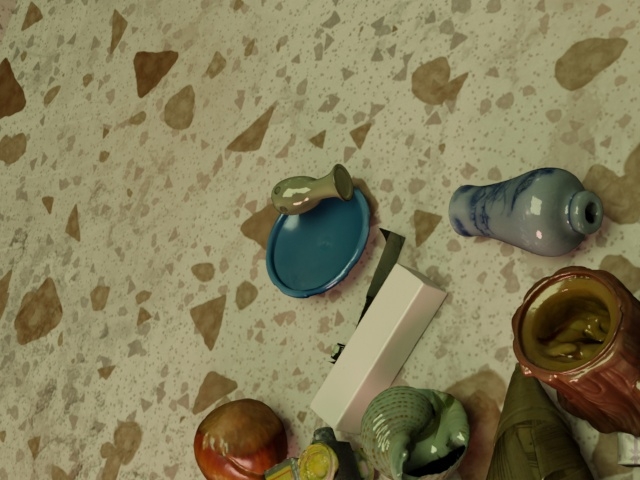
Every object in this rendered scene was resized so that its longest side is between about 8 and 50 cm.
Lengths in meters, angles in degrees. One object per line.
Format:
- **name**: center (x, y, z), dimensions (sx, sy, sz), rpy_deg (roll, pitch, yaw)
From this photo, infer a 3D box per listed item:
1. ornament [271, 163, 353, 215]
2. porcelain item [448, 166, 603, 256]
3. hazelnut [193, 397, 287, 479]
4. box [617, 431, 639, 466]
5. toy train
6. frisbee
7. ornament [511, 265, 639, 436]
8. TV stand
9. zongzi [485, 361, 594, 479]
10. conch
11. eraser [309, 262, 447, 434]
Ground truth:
- **ornament**: center (-0.019, -0.090, 2.134), dimensions (0.156, 0.081, 0.074), rpy_deg (-16, 93, 33)
- **porcelain item**: center (0.326, -0.045, 1.832), dimensions (0.259, 0.141, 0.141), rpy_deg (1, 76, 49)
- **hazelnut**: center (-0.151, 0.375, 2.067), dimensions (0.182, 0.182, 0.182), rpy_deg (-14, 67, 36)
- **box**: center (0.485, 0.299, 1.643), dimensions (0.117, 0.036, 0.050), rpy_deg (-11, 70, 37)
- **toy train**: center (0.010, 0.454, 1.925), dimensions (0.177, 0.134, 0.260), rpy_deg (-34, 56, 28)
- **frisbee**: center (0.000, 0.000, 2.142), dimensions (0.242, 0.045, 0.242), rpy_deg (-22, 53, 32)
- **ornament**: center (0.391, 0.154, 1.627), dimensions (0.221, 0.218, 0.235), rpy_deg (-24, 51, 29)
- **TV stand**: center (0.083, 0.105, 2.038), dimensions (0.040, 0.049, 0.256), rpy_deg (20, 89, 43)
- **zongzi**: center (0.246, 0.501, 1.717), dimensions (0.500, 0.218, 0.467), rpy_deg (-52, 28, 24)
- **conch**: center (0.149, 0.330, 1.847), dimensions (0.172, 0.131, 0.200), rpy_deg (5, 51, 1)
- **eraser**: center (0.099, 0.189, 1.977), dimensions (0.076, 0.078, 0.298), rpy_deg (39, 102, 41)
